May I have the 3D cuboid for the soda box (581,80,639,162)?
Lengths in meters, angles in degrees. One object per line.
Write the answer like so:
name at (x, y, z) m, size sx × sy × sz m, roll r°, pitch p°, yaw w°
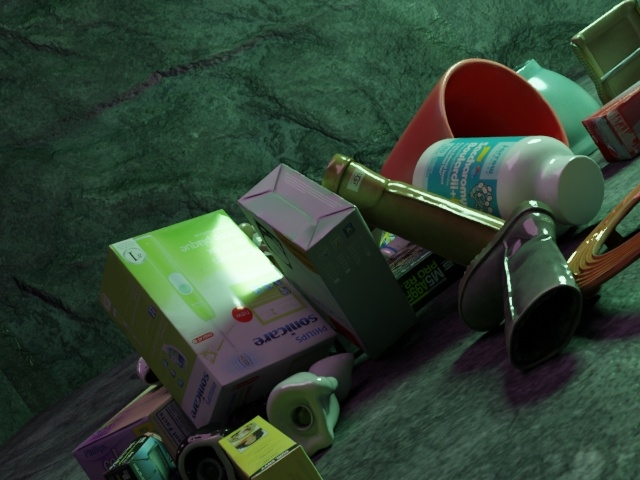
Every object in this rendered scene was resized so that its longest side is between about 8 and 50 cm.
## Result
soda box at (0.549, -0.229, 1.619) m, size 0.263 × 0.083 × 0.092 m, roll -34°, pitch 5°, yaw -6°

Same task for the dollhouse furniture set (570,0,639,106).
dollhouse furniture set at (0.548, -0.319, 1.809) m, size 0.302 × 0.197 × 0.151 m, roll -35°, pitch 7°, yaw -21°

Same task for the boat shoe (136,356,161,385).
boat shoe at (-0.203, 0.157, 1.582) m, size 0.184 × 0.066 × 0.063 m, roll -32°, pitch 19°, yaw -7°

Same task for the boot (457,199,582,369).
boot at (0.206, 0.070, 1.077) m, size 0.208 × 0.076 × 0.189 m, roll -91°, pitch 19°, yaw -58°

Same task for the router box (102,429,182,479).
router box at (-0.190, 0.293, 1.192) m, size 0.038 × 0.122 × 0.092 m, roll -28°, pitch 7°, yaw 17°

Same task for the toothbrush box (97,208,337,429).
toothbrush box at (-0.152, 0.109, 1.471) m, size 0.206 × 0.283 × 0.122 m, roll -20°, pitch -34°, yaw -38°

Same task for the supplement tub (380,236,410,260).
supplement tub at (0.157, 0.020, 1.835) m, size 0.107 × 0.071 × 0.071 m, roll -37°, pitch 6°, yaw -29°

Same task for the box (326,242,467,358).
box at (0.097, 0.090, 1.628) m, size 0.270 × 0.060 × 0.216 m, roll -36°, pitch 5°, yaw -18°

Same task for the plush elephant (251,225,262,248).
plush elephant at (-0.148, 0.043, 2.425) m, size 0.330 × 0.272 × 0.255 m, roll -8°, pitch -40°, yaw -40°

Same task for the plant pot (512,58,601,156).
plant pot at (0.377, -0.216, 1.941) m, size 0.293 × 0.196 × 0.293 m, roll -34°, pitch 5°, yaw 4°

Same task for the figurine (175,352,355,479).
figurine at (-0.053, 0.218, 1.282) m, size 0.215 × 0.092 × 0.209 m, roll -32°, pitch 1°, yaw 14°

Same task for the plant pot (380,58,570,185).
plant pot at (0.243, -0.128, 1.751) m, size 0.275 × 0.275 × 0.243 m, roll -39°, pitch -2°, yaw -42°

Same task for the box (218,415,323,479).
box at (-0.044, 0.236, 1.027) m, size 0.058 × 0.087 × 0.232 m, roll -33°, pitch 4°, yaw -13°

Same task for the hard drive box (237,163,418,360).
hard drive box at (0.012, 0.028, 1.409) m, size 0.089 × 0.232 × 0.181 m, roll -42°, pitch 39°, yaw -12°

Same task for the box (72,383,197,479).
box at (-0.207, 0.270, 1.547) m, size 0.214 × 0.117 × 0.243 m, roll -29°, pitch 6°, yaw 42°

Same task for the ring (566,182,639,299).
ring at (0.374, -0.052, 1.065) m, size 0.336 × 0.032 × 0.336 m, roll -44°, pitch -3°, yaw -3°

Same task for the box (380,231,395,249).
box at (0.118, 0.033, 2.010) m, size 0.054 × 0.059 × 0.169 m, roll -35°, pitch 4°, yaw 17°

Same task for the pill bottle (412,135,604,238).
pill bottle at (0.261, -0.072, 1.436) m, size 0.146 × 0.146 × 0.264 m, roll -37°, pitch 23°, yaw -28°

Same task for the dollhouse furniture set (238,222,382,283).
dollhouse furniture set at (0.000, 0.000, 1.836) m, size 0.212 × 0.160 × 0.242 m, roll 13°, pitch 6°, yaw 36°

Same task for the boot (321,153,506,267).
boot at (0.142, -0.012, 1.422) m, size 0.089 × 0.270 × 0.236 m, roll -65°, pitch -16°, yaw -7°
